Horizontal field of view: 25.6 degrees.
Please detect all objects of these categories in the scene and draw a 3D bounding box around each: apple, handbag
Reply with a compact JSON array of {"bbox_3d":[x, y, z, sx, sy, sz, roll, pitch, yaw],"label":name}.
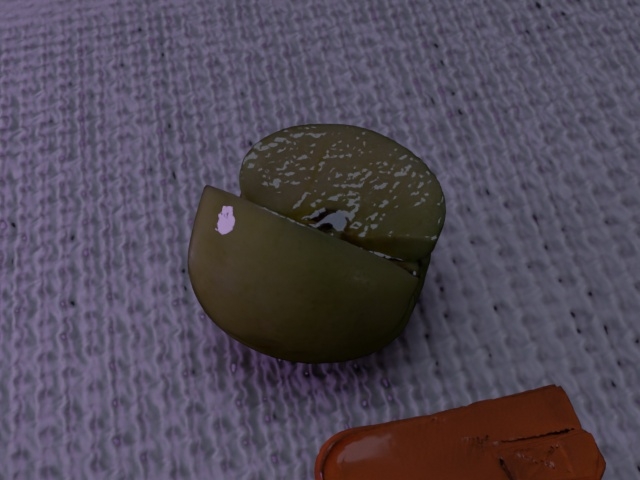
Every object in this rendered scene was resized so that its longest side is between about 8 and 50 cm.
[{"bbox_3d":[-0.006,0.019,1.614,0.258,0.233,0.295,22,33,10],"label":"apple"},{"bbox_3d":[0.177,0.328,1.328,0.303,0.116,0.410,-13,41,-9],"label":"handbag"}]
